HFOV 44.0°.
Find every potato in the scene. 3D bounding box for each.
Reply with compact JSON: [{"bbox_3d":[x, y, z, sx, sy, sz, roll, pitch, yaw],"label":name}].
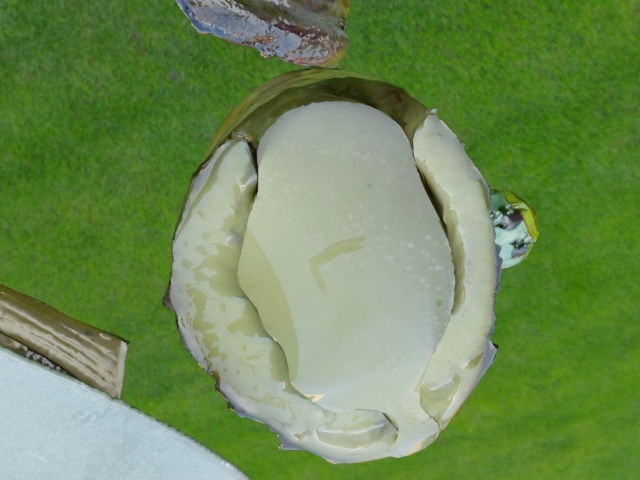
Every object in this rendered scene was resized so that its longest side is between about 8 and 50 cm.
[{"bbox_3d":[0.000,0.000,0.583,0.243,0.242,0.285,-22,122,15],"label":"potato"}]

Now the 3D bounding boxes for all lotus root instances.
[{"bbox_3d":[-0.063,-0.327,1.037,0.078,0.167,0.329,-21,167,39],"label":"lotus root"}]

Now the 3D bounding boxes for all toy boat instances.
[{"bbox_3d":[-0.162,0.042,0.375,0.149,0.048,0.047,27,169,-12],"label":"toy boat"}]

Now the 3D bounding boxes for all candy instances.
[{"bbox_3d":[0.102,0.026,0.842,0.306,0.091,0.083,-23,143,-20],"label":"candy"}]

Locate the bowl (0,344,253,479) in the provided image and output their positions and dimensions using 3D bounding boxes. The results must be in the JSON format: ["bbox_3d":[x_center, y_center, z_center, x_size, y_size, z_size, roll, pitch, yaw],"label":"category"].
[{"bbox_3d":[-0.202,0.143,0.419,0.314,0.146,0.313,20,156,9],"label":"bowl"}]
